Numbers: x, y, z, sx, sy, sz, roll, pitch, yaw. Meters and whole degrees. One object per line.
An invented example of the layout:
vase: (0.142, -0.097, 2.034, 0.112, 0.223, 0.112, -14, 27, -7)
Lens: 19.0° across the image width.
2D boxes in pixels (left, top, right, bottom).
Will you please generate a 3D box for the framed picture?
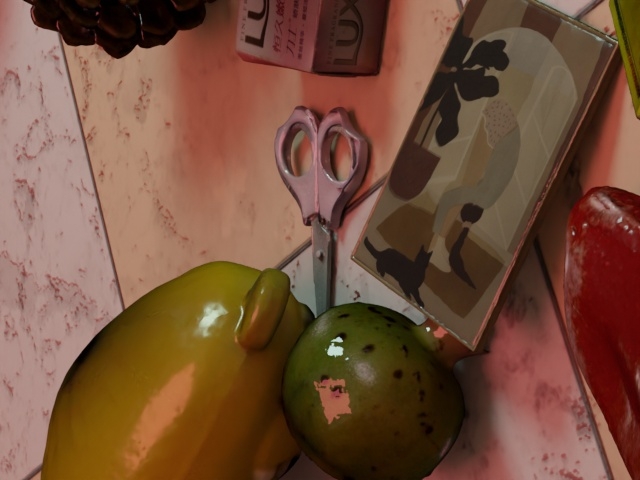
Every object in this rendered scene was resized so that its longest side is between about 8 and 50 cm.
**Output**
framed picture: (0.097, -0.050, 1.158, 0.136, 0.010, 0.201, 38, 108, 49)

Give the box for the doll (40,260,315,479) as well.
doll: (-0.143, 0.185, 1.380, 0.348, 0.161, 0.423, -65, 13, -12)

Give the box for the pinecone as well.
pinecone: (-0.136, -0.221, 1.406, 0.165, 0.163, 0.163, -14, 79, 53)

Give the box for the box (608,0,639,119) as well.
box: (0.214, -0.171, 0.927, 0.141, 0.064, 0.220, -88, 19, -60)

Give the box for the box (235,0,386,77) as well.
box: (-0.003, -0.191, 1.301, 0.111, 0.060, 0.156, 23, 109, 55)

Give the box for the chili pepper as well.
chili pepper: (0.196, 0.066, 0.992, 0.144, 0.136, 0.252, 56, 179, -37)

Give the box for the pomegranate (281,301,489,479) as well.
pomegranate: (0.039, 0.097, 1.208, 0.130, 0.130, 0.130, 3, 93, 56)

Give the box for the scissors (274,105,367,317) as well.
scissors: (0.000, 0.000, 1.339, 0.100, 0.015, 0.189, 6, 97, 53)
